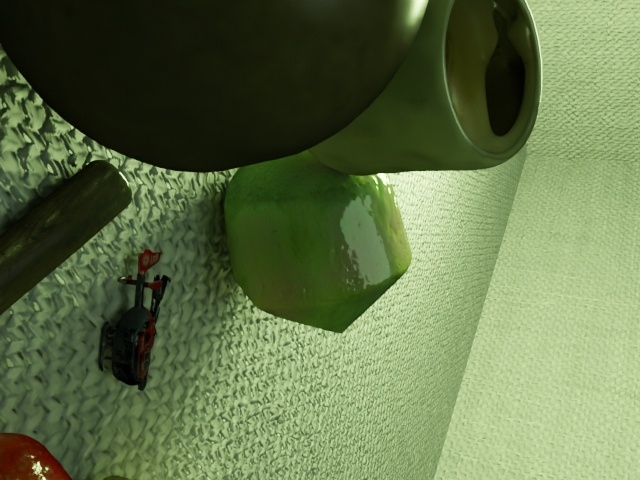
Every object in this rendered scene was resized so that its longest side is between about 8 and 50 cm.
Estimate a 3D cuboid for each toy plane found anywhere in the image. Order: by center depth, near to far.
[{"bbox_3d":[-0.173,0.079,0.612,0.060,0.037,0.145,-5,103,-69],"label":"toy plane"}]

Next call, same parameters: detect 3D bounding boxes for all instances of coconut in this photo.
[{"bbox_3d":[0.000,0.000,0.768,0.236,0.205,0.236,-10,90,-77],"label":"coconut"}]

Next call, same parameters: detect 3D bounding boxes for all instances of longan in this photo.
[{"bbox_3d":[-0.071,-0.206,0.435,0.319,0.319,0.319,8,90,-66],"label":"longan"}]

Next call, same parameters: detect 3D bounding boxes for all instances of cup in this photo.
[{"bbox_3d":[0.064,-0.184,0.595,0.173,0.202,0.255,-41,119,-33],"label":"cup"}]

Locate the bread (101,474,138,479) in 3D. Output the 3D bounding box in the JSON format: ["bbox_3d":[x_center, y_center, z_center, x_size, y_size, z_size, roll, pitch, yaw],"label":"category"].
[{"bbox_3d":[-0.102,0.348,0.575,0.198,0.236,0.263,-146,-123,-67],"label":"bread"}]

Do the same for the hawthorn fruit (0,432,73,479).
[{"bbox_3d":[-0.223,0.204,0.431,0.138,0.133,0.133,-71,155,-45],"label":"hawthorn fruit"}]

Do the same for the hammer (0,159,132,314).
[{"bbox_3d":[-0.267,0.079,0.402,0.440,0.044,0.168,-56,146,-46],"label":"hammer"}]
